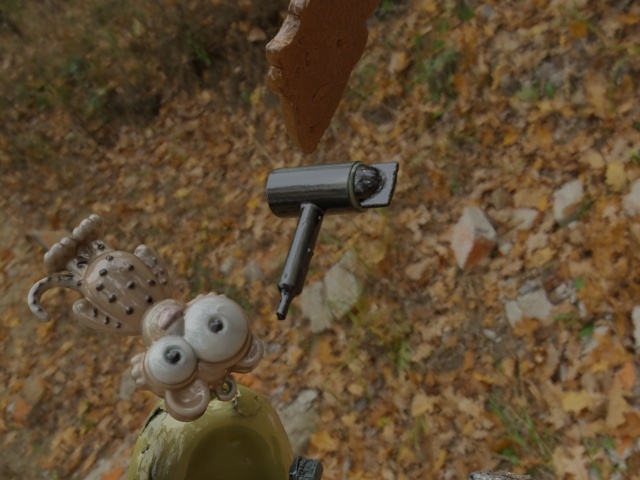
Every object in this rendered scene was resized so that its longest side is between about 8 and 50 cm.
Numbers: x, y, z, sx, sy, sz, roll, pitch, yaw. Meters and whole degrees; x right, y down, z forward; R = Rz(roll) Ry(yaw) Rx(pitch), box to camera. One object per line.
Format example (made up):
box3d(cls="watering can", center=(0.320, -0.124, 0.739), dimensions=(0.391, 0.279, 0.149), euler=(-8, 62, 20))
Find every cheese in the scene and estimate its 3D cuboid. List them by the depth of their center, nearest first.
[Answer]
box3d(cls="cheese", center=(-0.165, 0.337, 1.333), dimensions=(0.260, 0.315, 0.128), euler=(-10, 33, -16))

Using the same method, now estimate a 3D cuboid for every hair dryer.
box3d(cls="hair dryer", center=(0.000, 0.000, 1.238), dimensions=(0.196, 0.078, 0.248), euler=(-2, 60, 34))

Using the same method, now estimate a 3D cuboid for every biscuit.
box3d(cls="biscuit", center=(0.001, -0.218, 0.998), dimensions=(0.043, 0.280, 0.183), euler=(37, 48, 24))

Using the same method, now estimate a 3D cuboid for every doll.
box3d(cls="doll", center=(-0.203, 0.090, 1.038), dimensions=(0.154, 0.278, 0.119), euler=(-54, -4, -27))

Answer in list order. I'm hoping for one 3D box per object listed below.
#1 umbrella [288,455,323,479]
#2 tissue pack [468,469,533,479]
box3d(cls="umbrella", center=(-0.041, 0.310, 0.896), dimensions=(0.059, 0.066, 0.235), euler=(8, 31, 10))
box3d(cls="tissue pack", center=(0.262, 0.477, 1.368), dimensions=(0.073, 0.173, 0.235), euler=(8, 84, 28))
